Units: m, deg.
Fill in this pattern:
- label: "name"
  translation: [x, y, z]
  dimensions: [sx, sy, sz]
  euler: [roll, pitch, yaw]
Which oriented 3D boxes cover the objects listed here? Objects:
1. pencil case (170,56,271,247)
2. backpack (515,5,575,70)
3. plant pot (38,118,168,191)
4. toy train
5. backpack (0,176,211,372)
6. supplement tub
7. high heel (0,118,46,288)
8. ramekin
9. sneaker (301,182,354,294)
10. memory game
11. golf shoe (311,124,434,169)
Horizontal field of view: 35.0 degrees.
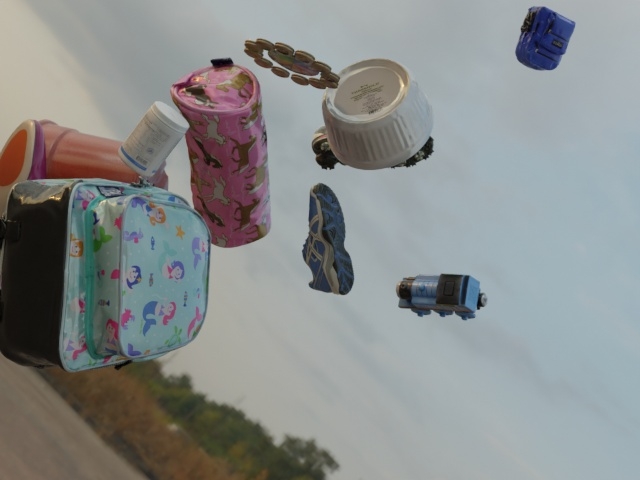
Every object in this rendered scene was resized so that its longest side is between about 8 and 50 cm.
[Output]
- label: "pencil case"
  translation: [-0.181, -0.152, 1.918]
  dimensions: [0.386, 0.160, 0.167]
  euler: [87, -16, -49]
- label: "backpack"
  translation: [0.460, -0.411, 2.089]
  dimensions: [0.098, 0.120, 0.101]
  euler: [21, 6, -18]
- label: "plant pot"
  translation: [-0.489, -0.115, 2.219]
  dimensions: [0.265, 0.272, 0.272]
  euler: [7, -24, 12]
- label: "toy train"
  translation: [0.231, 0.105, 1.982]
  dimensions: [0.184, 0.080, 0.105]
  euler: [2, -19, 33]
- label: "backpack"
  translation: [-0.235, 0.038, 1.182]
  dimensions: [0.191, 0.225, 0.253]
  euler: [2, -1, 21]
- label: "supplement tub"
  translation: [-0.268, -0.162, 1.632]
  dimensions: [0.071, 0.107, 0.071]
  euler: [38, 14, -11]
- label: "high heel"
  translation: [-0.581, -0.049, 2.074]
  dimensions: [0.127, 0.377, 0.181]
  euler: [8, -6, 37]
- label: "ramekin"
  translation: [0.100, -0.244, 1.889]
  dimensions: [0.207, 0.207, 0.109]
  euler: [37, -17, 36]
- label: "sneaker"
  translation: [0.000, 0.000, 1.859]
  dimensions: [0.081, 0.080, 0.211]
  euler: [-3, -80, 30]
- label: "memory game"
  translation: [-0.051, -0.310, 1.798]
  dimensions: [0.186, 0.012, 0.186]
  euler: [20, -8, 3]
- label: "golf shoe"
  translation: [0.116, -0.230, 2.267]
  dimensions: [0.120, 0.273, 0.105]
  euler: [-94, -176, -53]
